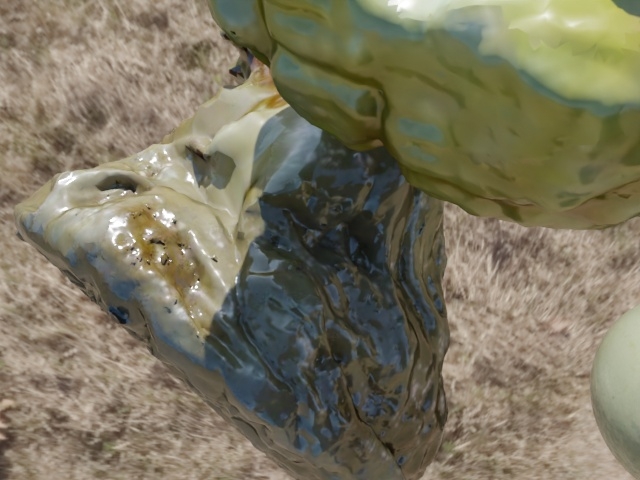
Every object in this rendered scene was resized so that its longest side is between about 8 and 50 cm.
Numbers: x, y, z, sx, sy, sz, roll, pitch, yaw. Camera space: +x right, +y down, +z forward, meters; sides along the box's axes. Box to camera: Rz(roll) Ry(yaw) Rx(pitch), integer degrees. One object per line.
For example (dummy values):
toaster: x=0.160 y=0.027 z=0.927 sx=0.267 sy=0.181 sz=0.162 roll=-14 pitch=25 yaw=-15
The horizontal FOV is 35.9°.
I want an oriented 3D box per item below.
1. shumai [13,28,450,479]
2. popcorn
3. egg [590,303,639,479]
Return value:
shumai: x=0.000 y=0.000 z=0.641 sx=0.314 sy=0.267 sz=0.262 roll=43 pitch=80 yaw=0
popcorn: x=0.100 y=-0.173 z=0.448 sx=0.293 sy=0.292 sz=0.334 roll=2 pitch=100 yaw=16
egg: x=0.368 y=0.157 z=0.987 sx=0.188 sy=0.254 sz=0.189 roll=4 pitch=109 yaw=11
